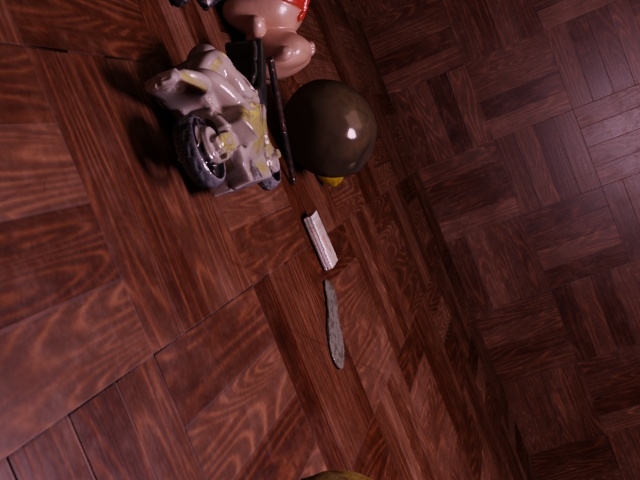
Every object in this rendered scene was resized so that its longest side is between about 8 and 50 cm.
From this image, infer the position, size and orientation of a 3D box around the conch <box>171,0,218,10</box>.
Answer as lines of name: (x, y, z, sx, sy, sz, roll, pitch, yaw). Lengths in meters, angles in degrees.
conch: (-0.188, -0.490, 1.237, 0.241, 0.186, 0.313, 41, 38, -3)

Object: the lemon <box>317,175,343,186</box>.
lemon: (0.018, -0.158, 1.701, 0.065, 0.065, 0.092, -48, 116, -73)

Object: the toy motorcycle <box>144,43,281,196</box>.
toy motorcycle: (-0.138, -0.168, 1.085, 0.341, 0.108, 0.222, -26, 95, -76)

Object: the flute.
flute: (-0.067, -0.204, 1.408, 0.014, 0.014, 0.269, -93, 174, -49)

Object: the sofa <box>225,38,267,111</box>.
sofa: (-0.130, -0.263, 1.267, 0.060, 0.085, 0.147, 79, 5, -46)

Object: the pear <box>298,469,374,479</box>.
pear: (0.011, 0.342, 0.773, 0.211, 0.188, 0.228, 56, 22, -48)

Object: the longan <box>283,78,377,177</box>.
longan: (0.015, -0.215, 1.541, 0.198, 0.198, 0.212, 69, 19, -2)

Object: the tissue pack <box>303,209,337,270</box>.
tissue pack: (0.000, 0.000, 1.502, 0.056, 0.023, 0.108, -50, 118, -73)

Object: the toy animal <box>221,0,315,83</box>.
toy animal: (-0.093, -0.405, 1.485, 0.171, 0.171, 0.197, 3, 74, -74)

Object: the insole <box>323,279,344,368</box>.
insole: (0.023, 0.148, 1.423, 0.065, 0.006, 0.193, 54, 21, -43)
